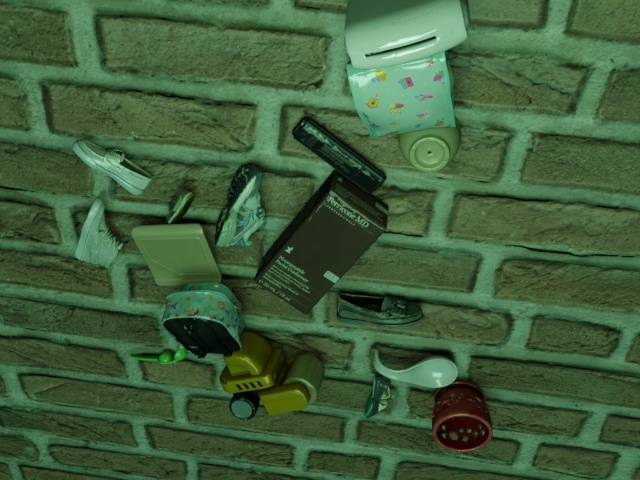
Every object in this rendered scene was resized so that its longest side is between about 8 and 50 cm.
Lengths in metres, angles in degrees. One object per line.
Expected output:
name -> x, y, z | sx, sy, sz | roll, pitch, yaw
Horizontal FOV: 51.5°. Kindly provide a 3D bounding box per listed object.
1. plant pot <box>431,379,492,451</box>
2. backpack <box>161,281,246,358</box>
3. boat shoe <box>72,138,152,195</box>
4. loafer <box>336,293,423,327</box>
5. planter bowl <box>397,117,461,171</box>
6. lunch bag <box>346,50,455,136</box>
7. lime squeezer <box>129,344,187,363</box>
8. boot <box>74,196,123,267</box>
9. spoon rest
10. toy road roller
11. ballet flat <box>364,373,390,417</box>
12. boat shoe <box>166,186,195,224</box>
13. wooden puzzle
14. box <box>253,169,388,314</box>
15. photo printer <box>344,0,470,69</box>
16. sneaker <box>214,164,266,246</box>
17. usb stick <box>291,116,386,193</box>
plant pot -> 0.462, 0.567, 2.179 | 0.191, 0.174, 0.191 | 5, 127, 6
backpack -> -0.357, 0.234, 2.026 | 0.225, 0.191, 0.253 | -4, 152, 15
boat shoe -> -0.566, -0.219, 1.829 | 0.076, 0.083, 0.226 | -42, 123, 19
loafer -> 0.176, 0.205, 2.011 | 0.267, 0.096, 0.084 | -1, 120, 12
planter bowl -> 0.271, -0.238, 1.657 | 0.162, 0.109, 0.162 | 5, 127, 6
lunch bag -> 0.186, -0.353, 1.497 | 0.223, 0.160, 0.262 | -6, 164, 14
lime squeezer -> -0.525, 0.378, 2.266 | 0.310, 0.059, 0.110 | -32, 116, 29
boot -> -0.645, -0.019, 1.981 | 0.123, 0.095, 0.258 | 21, 135, -14
spoon rest -> 0.307, 0.419, 2.152 | 0.276, 0.084, 0.137 | 8, 127, 4
toy road roller -> -0.174, 0.420, 2.160 | 0.329, 0.202, 0.241 | -13, 112, 19
ballet flat -> 0.200, 0.539, 2.266 | 0.074, 0.074, 0.203 | 10, 125, 1
boat shoe -> -0.406, -0.102, 1.901 | 0.049, 0.056, 0.152 | 50, 131, 5
wooden puzzle -> -0.428, 0.041, 1.998 | 0.220, 0.044, 0.239 | -2, 133, 10
box -> 0.000, 0.012, 1.848 | 0.191, 0.143, 0.381 | 33, 118, -12
photo printer -> 0.176, -0.470, 1.374 | 0.255, 0.308, 0.107 | -11, 131, 17
sneaker -> -0.203, -0.093, 1.858 | 0.122, 0.110, 0.283 | 11, 132, -22
usb stick -> 0.051, -0.221, 1.743 | 0.278, 0.045, 0.077 | 34, 131, -16
